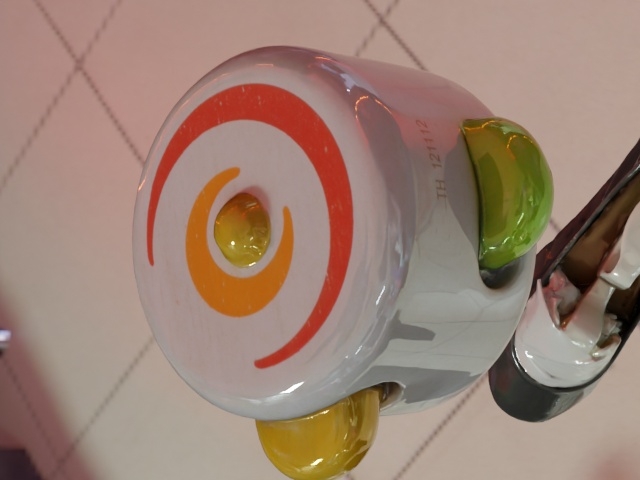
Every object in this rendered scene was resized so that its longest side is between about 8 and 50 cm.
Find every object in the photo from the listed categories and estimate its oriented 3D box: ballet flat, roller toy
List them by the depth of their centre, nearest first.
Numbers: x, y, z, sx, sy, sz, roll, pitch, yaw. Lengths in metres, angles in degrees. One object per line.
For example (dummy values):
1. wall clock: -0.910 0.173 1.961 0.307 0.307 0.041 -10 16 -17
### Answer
1. roller toy: 0.000 0.000 0.803 0.191 0.146 0.209 41 113 35
2. ballet flat: 0.200 0.028 1.112 0.095 0.096 0.280 30 111 4
